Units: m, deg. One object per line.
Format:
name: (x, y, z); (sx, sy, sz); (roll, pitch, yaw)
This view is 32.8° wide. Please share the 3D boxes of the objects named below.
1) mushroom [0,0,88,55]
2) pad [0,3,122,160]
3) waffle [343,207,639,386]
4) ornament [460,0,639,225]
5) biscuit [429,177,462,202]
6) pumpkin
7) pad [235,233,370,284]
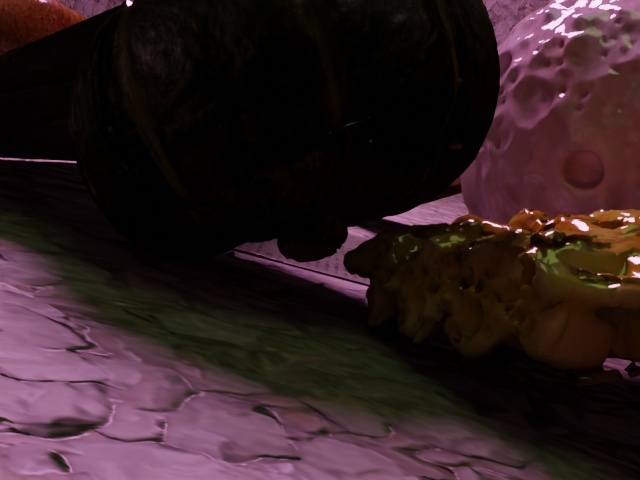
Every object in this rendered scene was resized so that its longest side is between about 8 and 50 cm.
mushroom: (-0.345, -0.205, 1.115); (0.253, 0.153, 0.253); (13, 5, -1)
pad: (-0.142, -0.101, 0.765); (0.247, 0.007, 0.367); (-20, -3, 15)
waffle: (0.156, 0.016, 0.505); (0.307, 0.060, 0.312); (-3, 3, 12)
ornament: (0.238, -0.065, 0.809); (0.259, 0.259, 0.225); (8, 18, -44)
biscuit: (0.110, -0.062, 1.058); (0.186, 0.044, 0.295); (-11, -1, -15)
pumpkin: (-0.015, -0.069, 0.584); (0.238, 0.159, 0.238); (-22, 2, 1)
pad: (0.000, 0.001, 0.810); (0.159, 0.009, 0.265); (15, 7, -1)
